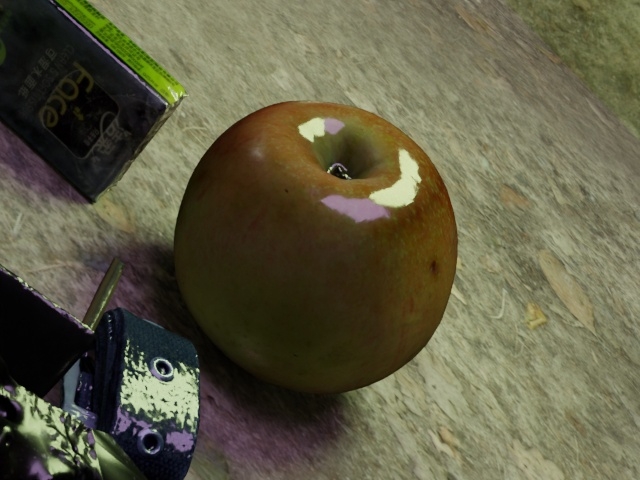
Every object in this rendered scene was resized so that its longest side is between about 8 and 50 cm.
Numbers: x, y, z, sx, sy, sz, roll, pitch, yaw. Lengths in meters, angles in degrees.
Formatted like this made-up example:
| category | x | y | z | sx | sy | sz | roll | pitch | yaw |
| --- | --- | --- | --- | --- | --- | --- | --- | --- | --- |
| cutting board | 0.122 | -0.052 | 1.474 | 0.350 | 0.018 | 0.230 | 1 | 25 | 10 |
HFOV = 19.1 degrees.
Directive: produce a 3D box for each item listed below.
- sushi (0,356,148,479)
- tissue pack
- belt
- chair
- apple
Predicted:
| category | x | y | z | sx | sy | sz | roll | pitch | yaw |
| --- | --- | --- | --- | --- | --- | --- | --- | --- | --- |
| sushi | -0.286 | 0.250 | 1.528 | 0.227 | 0.215 | 0.212 | 49 | 26 | -35 |
| tissue pack | -0.285 | -0.179 | 2.121 | 0.235 | 0.173 | 0.073 | 43 | 35 | 0 |
| belt | -0.194 | 0.154 | 1.825 | 0.128 | 0.122 | 0.218 | 26 | 33 | -21 |
| chair | -0.311 | 0.086 | 1.727 | 0.188 | 0.166 | 0.272 | 36 | 29 | -11 |
| apple | 0.000 | 0.000 | 2.077 | 0.319 | 0.277 | 0.319 | 9 | 53 | -12 |
